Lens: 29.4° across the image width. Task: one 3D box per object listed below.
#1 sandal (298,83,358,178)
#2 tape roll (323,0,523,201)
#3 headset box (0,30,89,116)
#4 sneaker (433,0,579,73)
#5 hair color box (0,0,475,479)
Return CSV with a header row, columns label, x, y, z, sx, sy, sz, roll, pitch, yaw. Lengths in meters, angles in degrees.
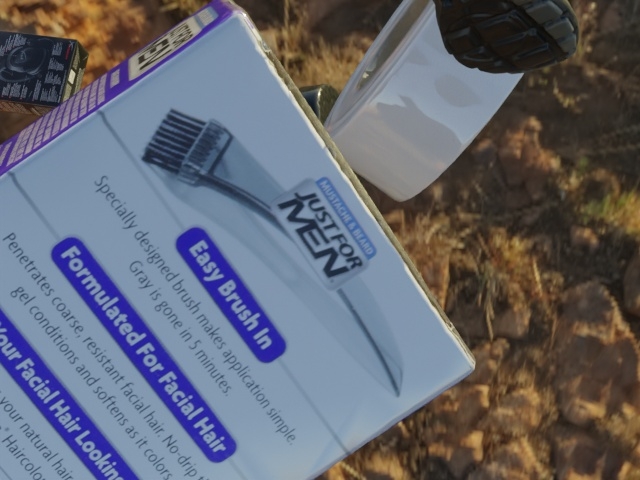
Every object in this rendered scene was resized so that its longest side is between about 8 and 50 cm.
label,x,y,z,sx,sy,sz,roll,pitch,yaw
sandal,0.001,-0.001,1.781,0.107,0.167,0.445,-8,87,21
tape roll,0.117,-0.180,1.186,0.100,0.286,0.286,35,72,-9
headset box,-0.242,-0.138,1.011,0.083,0.032,0.062,7,76,12
sneaker,0.104,-0.209,0.862,0.101,0.267,0.106,-16,59,34
hair color box,-0.126,0.064,0.539,0.339,0.110,0.185,-33,108,2
